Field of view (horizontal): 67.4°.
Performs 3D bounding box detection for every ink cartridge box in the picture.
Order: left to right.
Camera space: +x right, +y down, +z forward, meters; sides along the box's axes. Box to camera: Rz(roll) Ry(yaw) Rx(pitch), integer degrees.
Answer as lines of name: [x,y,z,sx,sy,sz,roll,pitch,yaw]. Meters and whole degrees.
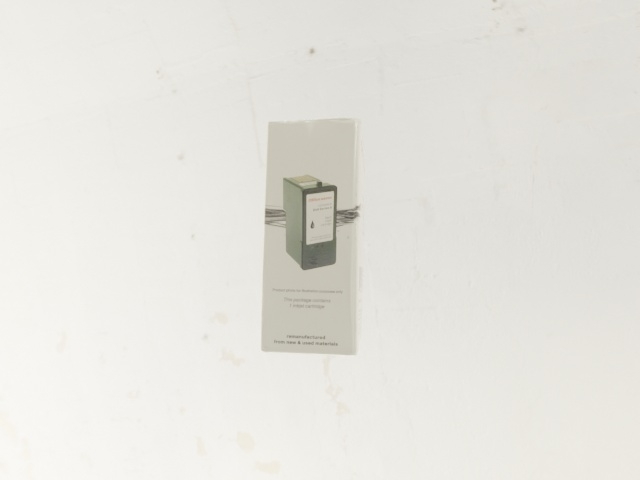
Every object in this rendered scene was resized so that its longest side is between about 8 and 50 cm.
ink cartridge box: [0.000,0.000,0.636,0.114,0.198,0.273,1,-95,7]
